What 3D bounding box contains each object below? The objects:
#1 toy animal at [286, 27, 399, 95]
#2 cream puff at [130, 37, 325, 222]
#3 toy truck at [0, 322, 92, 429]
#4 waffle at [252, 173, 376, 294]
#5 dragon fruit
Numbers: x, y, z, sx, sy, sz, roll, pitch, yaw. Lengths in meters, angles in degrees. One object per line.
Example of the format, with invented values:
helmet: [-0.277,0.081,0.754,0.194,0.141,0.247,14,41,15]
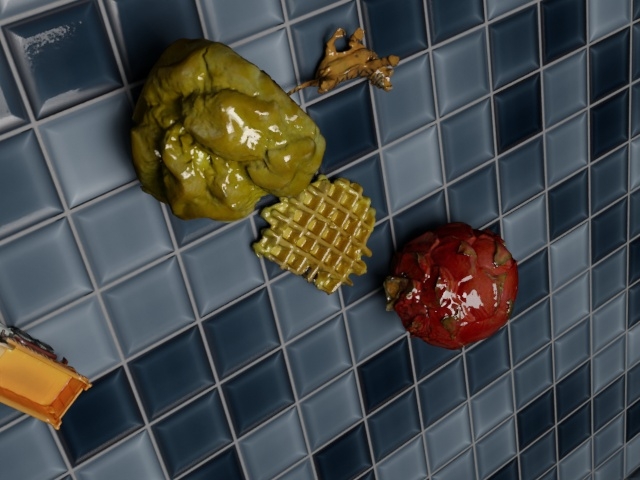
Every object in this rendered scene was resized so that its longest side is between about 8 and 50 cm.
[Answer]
toy animal: [0.027,-0.323,1.676,0.255,0.114,0.116,-23,165,-24]
cream puff: [-0.173,-0.152,1.420,0.257,0.324,0.291,-54,157,-4]
toy truck: [-0.522,0.205,1.442,0.114,0.135,0.270,-54,132,-5]
waffle: [0.001,0.000,1.811,0.310,0.065,0.283,-20,121,-29]
dragon fruit: [0.298,0.101,1.959,0.343,0.277,0.277,-13,118,-28]
